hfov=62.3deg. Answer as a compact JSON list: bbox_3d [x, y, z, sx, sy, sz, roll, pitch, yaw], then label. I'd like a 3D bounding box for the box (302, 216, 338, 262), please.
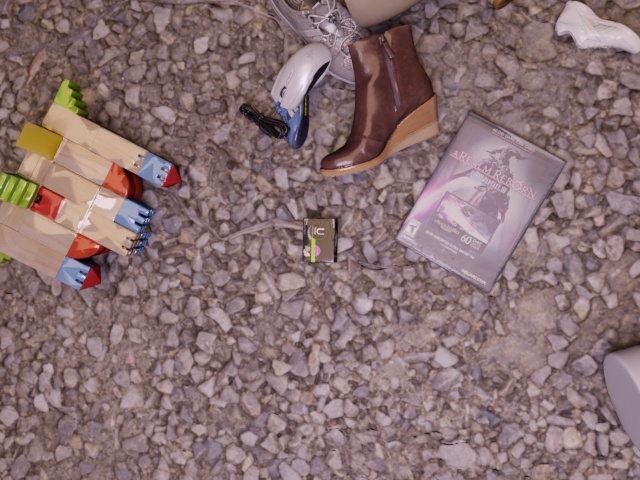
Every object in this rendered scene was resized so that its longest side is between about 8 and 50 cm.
[{"bbox_3d":[0.000,0.000,0.989,0.062,0.052,0.083,1,88,8],"label":"box"}]

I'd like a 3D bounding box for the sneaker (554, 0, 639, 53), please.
[{"bbox_3d":[0.487,-0.360,0.932,0.152,0.054,0.061,33,103,13],"label":"sneaker"}]

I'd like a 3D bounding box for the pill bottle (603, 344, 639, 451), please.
[{"bbox_3d":[0.661,0.214,0.818,0.361,0.204,0.204,-17,87,7],"label":"pill bottle"}]

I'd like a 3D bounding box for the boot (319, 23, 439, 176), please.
[{"bbox_3d":[0.081,-0.243,0.935,0.248,0.090,0.206,-26,109,-7],"label":"boot"}]

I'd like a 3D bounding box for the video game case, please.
[{"bbox_3d":[0.288,-0.070,0.965,0.196,0.026,0.274,30,94,7],"label":"video game case"}]

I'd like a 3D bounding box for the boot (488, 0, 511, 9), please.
[{"bbox_3d":[0.339,-0.570,0.934,0.262,0.095,0.203,-45,82,8],"label":"boot"}]

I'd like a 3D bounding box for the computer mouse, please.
[{"bbox_3d":[-0.058,-0.278,0.954,0.106,0.042,0.193,42,103,18],"label":"computer mouse"}]

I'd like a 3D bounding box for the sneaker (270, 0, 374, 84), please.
[{"bbox_3d":[0.008,-0.387,0.961,0.281,0.115,0.105,39,94,4],"label":"sneaker"}]

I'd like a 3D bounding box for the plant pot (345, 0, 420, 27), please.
[{"bbox_3d":[0.134,-0.508,0.846,0.191,0.284,0.284,-4,88,20],"label":"plant pot"}]

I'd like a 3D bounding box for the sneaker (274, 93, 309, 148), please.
[{"bbox_3d":[-0.055,-0.243,1.003,0.059,0.053,0.144,-1,84,14],"label":"sneaker"}]

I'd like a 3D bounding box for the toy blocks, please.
[{"bbox_3d":[-0.432,-0.065,1.004,0.261,0.191,0.381,28,92,-4],"label":"toy blocks"}]
